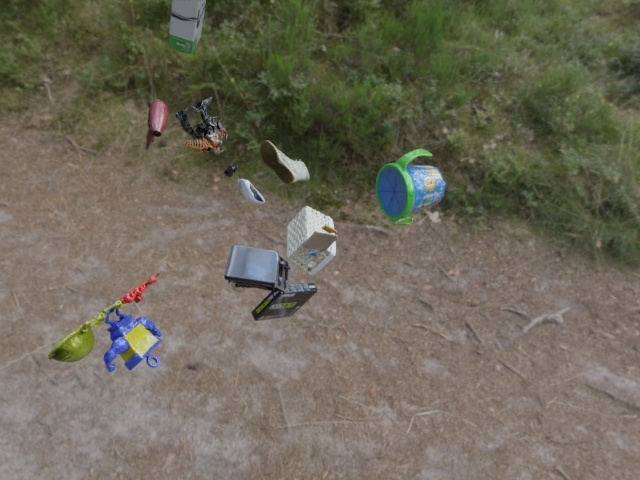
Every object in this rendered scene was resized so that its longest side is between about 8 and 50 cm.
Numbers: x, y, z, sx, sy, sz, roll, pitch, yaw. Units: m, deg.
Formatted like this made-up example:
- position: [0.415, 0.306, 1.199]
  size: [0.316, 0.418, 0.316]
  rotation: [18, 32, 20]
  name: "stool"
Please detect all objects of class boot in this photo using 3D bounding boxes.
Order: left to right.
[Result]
- position: [-0.146, -0.324, 1.868]
  size: [0.213, 0.077, 0.165]
  rotation: [52, 27, 10]
  name: "boot"

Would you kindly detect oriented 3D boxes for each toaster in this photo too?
- position: [-0.189, 0.090, 1.338]
  size: [0.186, 0.168, 0.110]
  rotation: [7, 78, 11]
  name: "toaster"

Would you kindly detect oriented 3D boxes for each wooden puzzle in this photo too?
- position: [0.000, 0.000, 1.184]
  size: [0.079, 0.116, 0.014]
  rotation: [19, 41, -39]
  name: "wooden puzzle"

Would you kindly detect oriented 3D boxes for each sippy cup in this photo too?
- position: [0.386, -0.218, 1.879]
  size: [0.224, 0.305, 0.240]
  rotation: [-12, 77, -24]
  name: "sippy cup"

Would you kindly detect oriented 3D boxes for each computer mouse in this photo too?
- position: [-0.276, -0.192, 1.636]
  size: [0.042, 0.193, 0.106]
  rotation: [-49, 23, -22]
  name: "computer mouse"

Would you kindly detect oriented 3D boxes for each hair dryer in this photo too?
- position: [-0.705, -0.492, 1.940]
  size: [0.080, 0.223, 0.293]
  rotation: [3, 14, -23]
  name: "hair dryer"

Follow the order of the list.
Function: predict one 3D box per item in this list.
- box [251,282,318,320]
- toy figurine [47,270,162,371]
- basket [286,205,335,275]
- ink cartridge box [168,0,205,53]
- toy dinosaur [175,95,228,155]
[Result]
- position: [-0.131, 0.225, 1.661]
  size: [0.191, 0.184, 0.045]
  rotation: [4, 51, -49]
  name: "box"
- position: [-0.510, 0.265, 1.220]
  size: [0.217, 0.191, 0.362]
  rotation: [55, 16, -9]
  name: "toy figurine"
- position: [-0.032, -0.004, 1.312]
  size: [0.103, 0.113, 0.167]
  rotation: [30, 34, -25]
  name: "basket"
- position: [-0.451, -0.776, 1.537]
  size: [0.087, 0.208, 0.153]
  rotation: [14, 46, -12]
  name: "ink cartridge box"
- position: [-0.455, -0.433, 1.783]
  size: [0.164, 0.218, 0.322]
  rotation: [-25, 21, -2]
  name: "toy dinosaur"
